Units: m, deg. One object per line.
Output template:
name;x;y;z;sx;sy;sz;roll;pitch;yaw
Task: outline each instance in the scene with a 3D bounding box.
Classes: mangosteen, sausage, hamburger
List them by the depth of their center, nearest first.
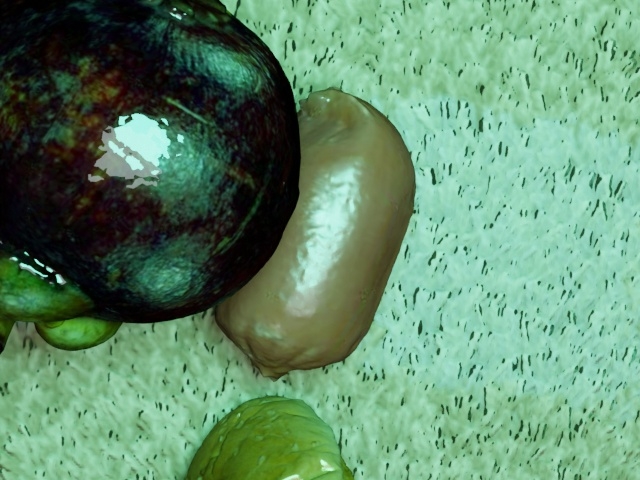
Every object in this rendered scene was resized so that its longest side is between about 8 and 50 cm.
mangosteen;-0.170;-0.067;1.457;0.330;0.330;0.330;-1;95;-11
hamburger;-0.038;0.222;1.552;0.135;0.207;0.155;17;96;-15
sausage;0.000;0.000;1.574;0.148;0.148;0.254;26;88;-12
